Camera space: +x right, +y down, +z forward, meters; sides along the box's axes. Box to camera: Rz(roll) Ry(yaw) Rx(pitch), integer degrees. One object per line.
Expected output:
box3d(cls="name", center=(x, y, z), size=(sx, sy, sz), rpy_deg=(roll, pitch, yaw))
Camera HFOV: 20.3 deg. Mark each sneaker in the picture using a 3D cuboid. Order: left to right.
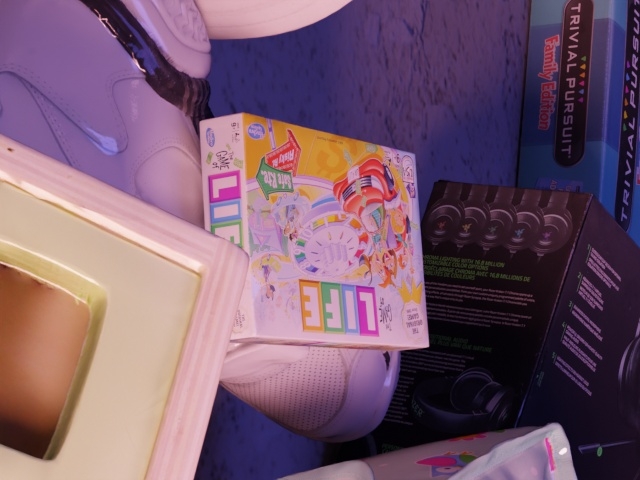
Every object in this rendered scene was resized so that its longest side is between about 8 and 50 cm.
box3d(cls="sneaker", center=(-0.091, 0.032, 0.882), size=(0.366, 0.137, 0.210), rpy_deg=(56, 43, -37))

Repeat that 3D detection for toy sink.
box3d(cls="toy sink", center=(-0.164, 0.039, 0.625), size=(0.234, 0.131, 0.153), rpy_deg=(26, 56, -18))

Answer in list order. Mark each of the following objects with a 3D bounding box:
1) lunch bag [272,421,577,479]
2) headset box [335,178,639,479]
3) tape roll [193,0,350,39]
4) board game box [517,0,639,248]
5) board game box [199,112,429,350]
box3d(cls="lunch bag", center=(-0.009, 0.195, 0.898), size=(0.262, 0.223, 0.160), rpy_deg=(-13, 86, -53))
box3d(cls="headset box", center=(0.148, 0.122, 1.241), size=(0.246, 0.131, 0.283), rpy_deg=(40, 64, -47))
box3d(cls="tape roll", center=(-0.059, -0.236, 0.841), size=(0.246, 0.246, 0.169), rpy_deg=(57, 41, -43))
box3d(cls="board game box", center=(0.282, -0.083, 1.624), size=(0.336, 0.079, 0.254), rpy_deg=(31, 61, -57))
box3d(cls="board game box", center=(0.000, 0.000, 0.874), size=(0.154, 0.026, 0.103), rpy_deg=(8, 77, -56))
